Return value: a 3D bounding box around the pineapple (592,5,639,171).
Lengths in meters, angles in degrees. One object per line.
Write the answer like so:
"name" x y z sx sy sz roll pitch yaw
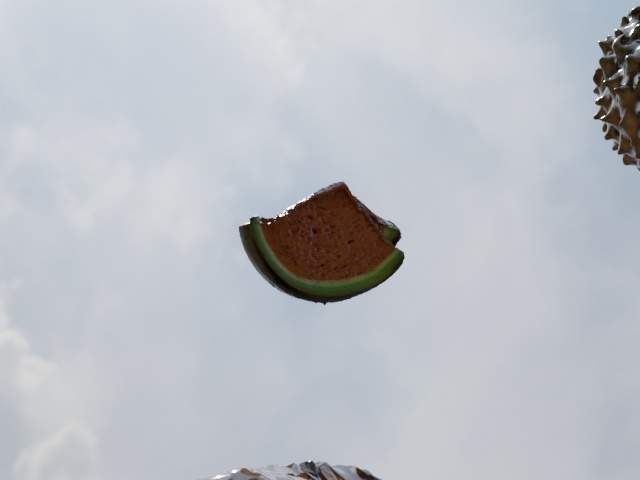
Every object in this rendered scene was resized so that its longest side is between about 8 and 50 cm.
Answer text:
"pineapple" 0.317 -0.091 1.220 0.175 0.361 0.175 0 -63 1

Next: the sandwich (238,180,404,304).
"sandwich" 0.003 0.003 0.895 0.026 0.101 0.069 16 -55 63

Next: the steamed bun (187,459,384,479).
"steamed bun" 0.022 0.258 0.706 0.199 0.251 0.301 -48 -112 9
